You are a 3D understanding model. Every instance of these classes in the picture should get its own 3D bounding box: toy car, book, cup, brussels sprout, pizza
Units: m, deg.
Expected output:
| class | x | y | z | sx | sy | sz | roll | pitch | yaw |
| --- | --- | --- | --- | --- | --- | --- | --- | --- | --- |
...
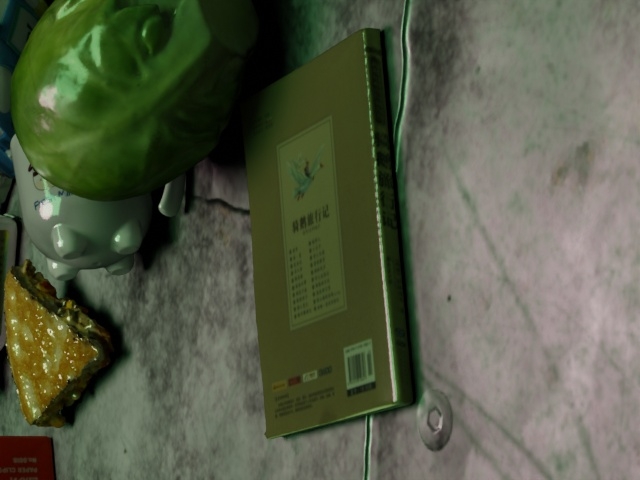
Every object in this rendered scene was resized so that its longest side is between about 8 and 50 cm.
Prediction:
| class | x | y | z | sx | sy | sz | roll | pitch | yaw |
| --- | --- | --- | --- | --- | --- | --- | --- | --- | --- |
| toy car | -0.371 | -0.214 | 1.999 | 0.166 | 0.198 | 0.314 | -34 | 59 | 3 |
| book | 0.000 | 0.000 | 1.507 | 0.217 | 0.021 | 0.310 | -23 | 68 | 57 |
| cup | -0.215 | -0.045 | 1.791 | 0.134 | 0.173 | 0.142 | 86 | 172 | -69 |
| brussels sprout | -0.171 | -0.149 | 1.621 | 0.244 | 0.244 | 0.244 | -9 | 80 | 58 |
| pizza | -0.270 | 0.112 | 1.910 | 0.199 | 0.062 | 0.188 | 2 | 101 | 53 |

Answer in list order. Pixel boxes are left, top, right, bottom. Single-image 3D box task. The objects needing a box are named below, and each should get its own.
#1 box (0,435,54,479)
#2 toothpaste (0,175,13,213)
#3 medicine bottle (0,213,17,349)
| class | x | y | z | sx | sy | sz | roll | pitch | yaw |
| --- | --- | --- | --- | --- | --- | --- | --- | --- | --- |
| box | -0.400 | 0.277 | 1.991 | 0.133 | 0.182 | 0.099 | -28 | 63 | 51 |
| toothpaste | -0.398 | -0.053 | 2.157 | 0.233 | 0.038 | 0.060 | -65 | 34 | 36 |
| medicine bottle | -0.425 | 0.076 | 2.108 | 0.078 | 0.115 | 0.219 | 14 | 100 | 57 |
